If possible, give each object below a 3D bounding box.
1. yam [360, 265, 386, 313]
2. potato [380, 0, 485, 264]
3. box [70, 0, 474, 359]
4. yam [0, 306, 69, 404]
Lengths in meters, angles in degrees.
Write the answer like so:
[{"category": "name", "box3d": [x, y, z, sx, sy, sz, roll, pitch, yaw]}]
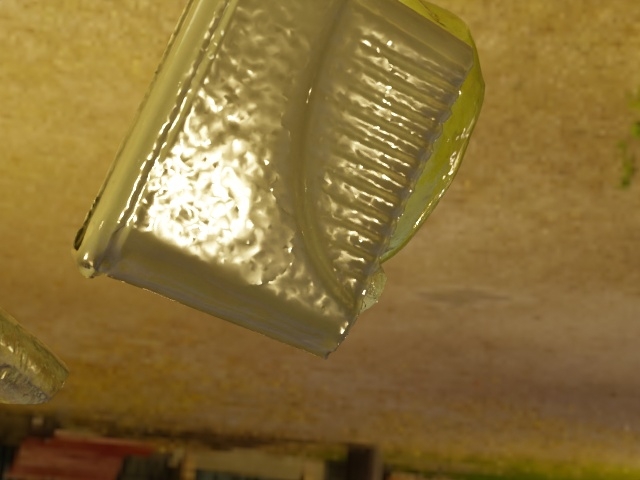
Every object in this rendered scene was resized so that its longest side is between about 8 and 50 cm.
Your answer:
[{"category": "yam", "box3d": [0.000, 0.000, 1.808, 0.107, 0.107, 0.183, -4, 133, 35]}, {"category": "potato", "box3d": [0.027, -0.090, 1.355, 0.215, 0.216, 0.304, 13, 133, -38]}, {"category": "box", "box3d": [-0.027, -0.071, 0.948, 0.178, 0.274, 0.138, 26, 179, -11]}, {"category": "yam", "box3d": [-0.266, 0.097, 1.208, 0.069, 0.070, 0.146, -2, 148, 26]}]
